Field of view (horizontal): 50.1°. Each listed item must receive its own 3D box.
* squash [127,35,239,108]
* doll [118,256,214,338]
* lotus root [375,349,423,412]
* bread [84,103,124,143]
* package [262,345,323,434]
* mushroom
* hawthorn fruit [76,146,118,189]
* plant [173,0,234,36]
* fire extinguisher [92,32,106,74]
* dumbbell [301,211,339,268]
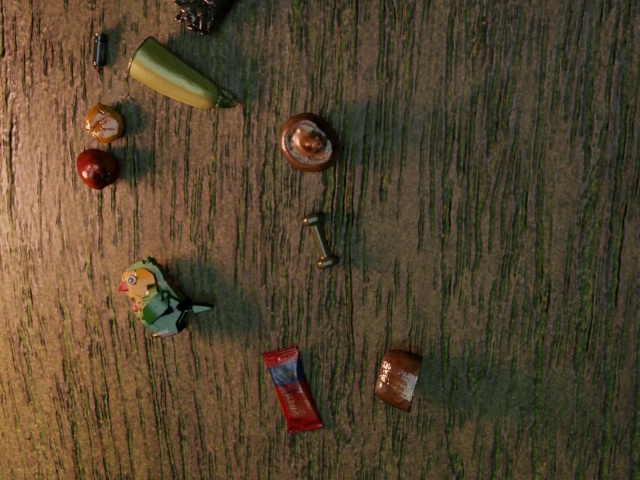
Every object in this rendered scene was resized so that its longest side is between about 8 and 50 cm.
[{"bbox_3d":[-0.270,-0.325,1.391,0.224,0.094,0.094,27,102,-4],"label":"squash"},{"bbox_3d":[-0.340,0.120,1.458,0.134,0.106,0.186,-44,91,6],"label":"doll"},{"bbox_3d":[0.168,0.289,1.418,0.081,0.112,0.122,14,90,19],"label":"lotus root"},{"bbox_3d":[-0.455,-0.246,1.442,0.081,0.046,0.083,-19,95,8],"label":"bread"},{"bbox_3d":[-0.061,0.329,1.499,0.083,0.022,0.200,-16,99,10],"label":"package"},{"bbox_3d":[-0.020,-0.196,1.373,0.109,0.085,0.126,-23,100,46],"label":"mushroom"},{"bbox_3d":[-0.477,-0.158,1.450,0.093,0.081,0.081,42,104,29],"label":"hawthorn fruit"},{"bbox_3d":[-0.223,-0.473,1.351,0.094,0.092,0.143,39,94,-7],"label":"plant"},{"bbox_3d":[-0.464,-0.390,1.430,0.038,0.025,0.083,17,104,43],"label":"fire extinguisher"},{"bbox_3d":[0.000,0.000,1.422,0.052,0.046,0.118,-17,96,5],"label":"dumbbell"}]
